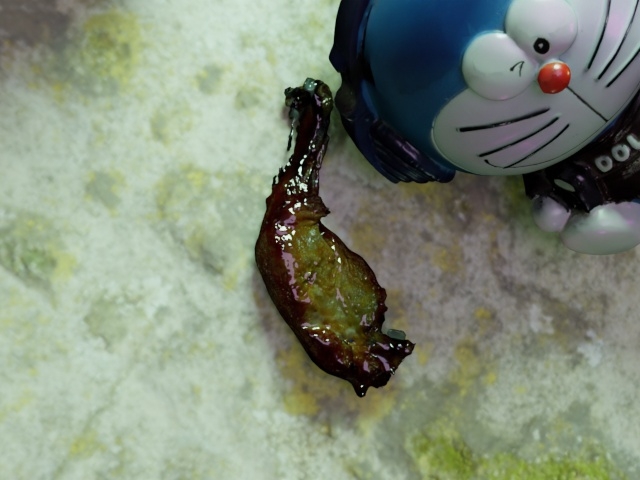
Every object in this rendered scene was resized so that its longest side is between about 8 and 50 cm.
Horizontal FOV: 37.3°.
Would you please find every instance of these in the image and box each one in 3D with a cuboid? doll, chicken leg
[{"bbox_3d":[0.163,-0.145,0.715,0.310,0.240,0.284,22,118,-31],"label":"doll"},{"bbox_3d":[0.000,0.000,0.741,0.106,0.051,0.253,-14,90,-25],"label":"chicken leg"}]
